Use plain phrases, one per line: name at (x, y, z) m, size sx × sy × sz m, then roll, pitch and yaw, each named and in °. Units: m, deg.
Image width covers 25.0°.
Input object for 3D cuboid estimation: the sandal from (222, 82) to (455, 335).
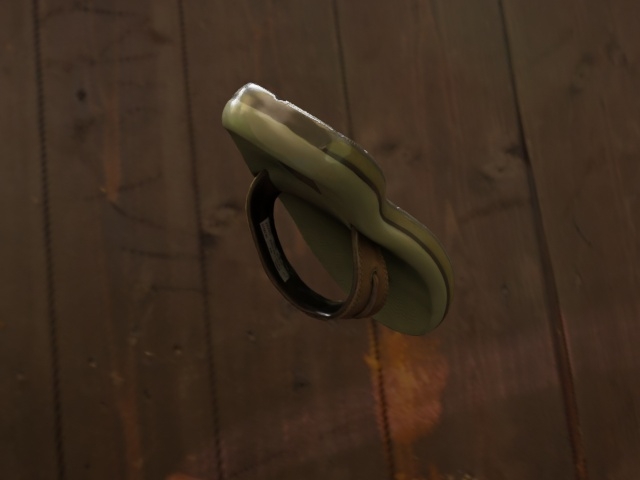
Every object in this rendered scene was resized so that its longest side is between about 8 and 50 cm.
sandal at (-0.002, -0.001, 0.919) m, size 0.120 × 0.303 × 0.086 m, roll 24°, pitch -102°, yaw 27°
